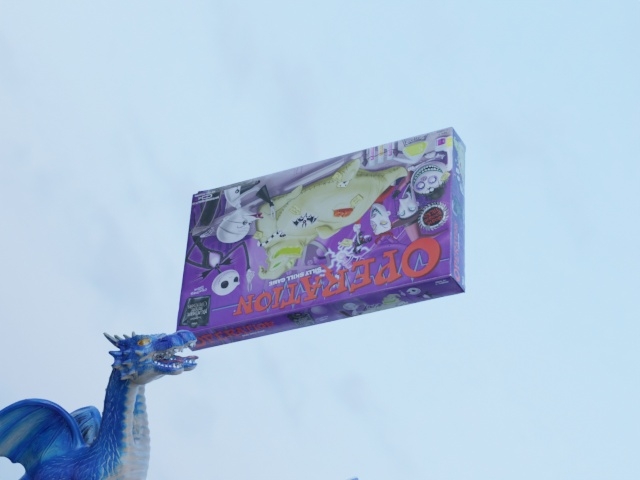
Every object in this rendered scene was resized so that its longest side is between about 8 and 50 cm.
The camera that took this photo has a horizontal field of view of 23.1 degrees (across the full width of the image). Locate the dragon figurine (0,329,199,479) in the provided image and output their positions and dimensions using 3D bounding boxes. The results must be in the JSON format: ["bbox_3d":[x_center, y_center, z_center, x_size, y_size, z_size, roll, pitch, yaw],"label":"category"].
[{"bbox_3d":[-0.193,0.163,1.117,0.085,0.289,0.144,17,49,-63],"label":"dragon figurine"}]

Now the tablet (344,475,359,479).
[{"bbox_3d":[0.019,0.310,1.818,0.006,0.083,0.054,-11,-89,47],"label":"tablet"}]

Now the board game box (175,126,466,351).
[{"bbox_3d":[0.000,0.000,1.798,0.056,0.347,0.208,46,37,-50],"label":"board game box"}]
